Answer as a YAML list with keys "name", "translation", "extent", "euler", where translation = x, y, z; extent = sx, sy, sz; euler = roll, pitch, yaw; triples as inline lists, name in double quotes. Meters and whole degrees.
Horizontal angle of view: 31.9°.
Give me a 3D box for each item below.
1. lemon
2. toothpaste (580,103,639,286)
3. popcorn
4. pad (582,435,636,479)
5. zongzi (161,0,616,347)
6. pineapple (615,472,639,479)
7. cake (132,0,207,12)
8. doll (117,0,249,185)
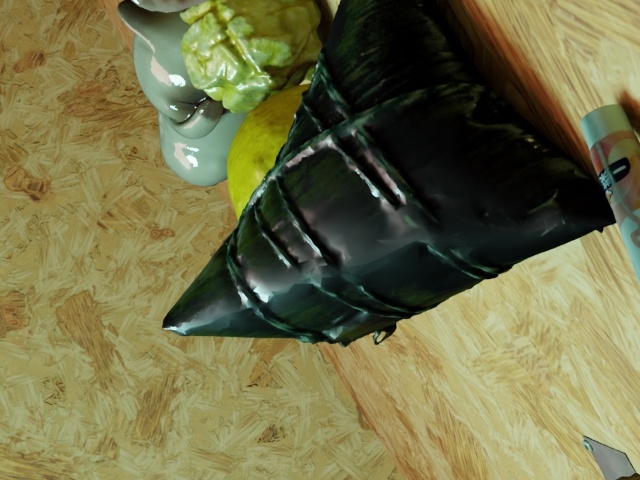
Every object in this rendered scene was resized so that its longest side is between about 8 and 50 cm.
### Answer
- name: "lemon"
  translation: [0.013, -0.063, 1.319]
  extent: [0.288, 0.233, 0.233]
  euler: [39, 161, 31]
- name: "toothpaste"
  translation: [0.232, -0.002, 0.785]
  extent: [0.056, 0.036, 0.205]
  euler: [-46, 52, 47]
- name: "popcorn"
  translation: [-0.076, -0.248, 1.400]
  extent: [0.185, 0.188, 0.167]
  euler: [54, -141, -65]
- name: "pad"
  translation: [0.369, 0.316, 1.304]
  extent: [0.187, 0.006, 0.113]
  euler: [60, 170, -7]
- name: "zongzi"
  translation: [0.049, -0.095, 1.055]
  extent: [0.383, 0.319, 0.362]
  euler: [-35, 71, 41]
- name: "pineapple"
  translation: [0.349, 0.373, 1.091]
  extent: [0.202, 0.202, 0.362]
  euler: [51, 177, 41]
- name: "cake"
  translation: [-0.089, -0.358, 0.829]
  extent: [0.230, 0.237, 0.308]
  euler: [-101, -8, -53]
- name: "doll"
  translation: [-0.174, -0.238, 1.775]
  extent: [0.370, 0.215, 0.226]
  euler: [78, 175, -67]
